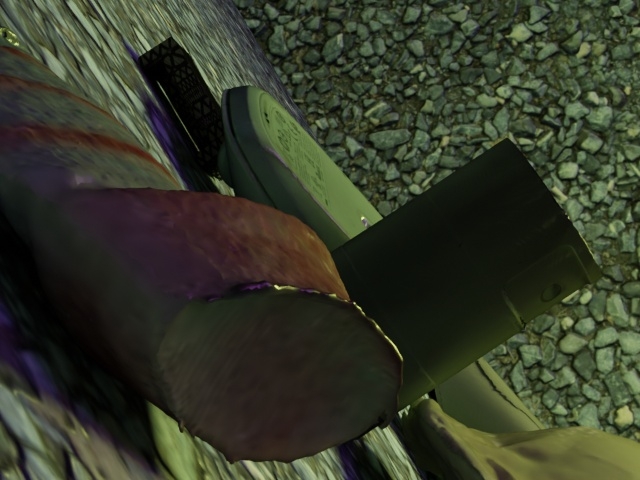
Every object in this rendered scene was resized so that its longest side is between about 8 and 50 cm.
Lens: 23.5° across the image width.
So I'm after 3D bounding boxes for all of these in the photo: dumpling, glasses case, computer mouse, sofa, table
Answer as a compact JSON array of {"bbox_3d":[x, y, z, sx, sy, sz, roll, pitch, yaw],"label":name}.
[{"bbox_3d":[0.201,0.235,1.096,0.395,0.233,0.315,46,-5,26],"label":"dumpling"},{"bbox_3d":[0.207,0.233,1.494,0.308,0.083,0.128,45,-22,22],"label":"glasses case"},{"bbox_3d":[-0.004,0.004,1.268,0.288,0.097,0.159,46,17,-23],"label":"computer mouse"},{"bbox_3d":[-0.107,-0.113,1.319,0.118,0.039,0.060,58,3,16],"label":"sofa"},{"bbox_3d":[0.078,0.036,1.123,0.126,0.220,0.126,55,3,-5],"label":"table"}]

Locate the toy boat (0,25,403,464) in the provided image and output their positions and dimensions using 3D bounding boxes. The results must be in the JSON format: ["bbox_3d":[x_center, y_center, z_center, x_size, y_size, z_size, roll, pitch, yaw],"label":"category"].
[{"bbox_3d":[-0.094,-0.028,0.669,0.206,0.096,0.282,28,16,-51],"label":"toy boat"}]

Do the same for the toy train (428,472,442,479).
[{"bbox_3d":[0.140,0.251,1.497,0.148,0.038,0.071,60,2,35],"label":"toy train"}]
